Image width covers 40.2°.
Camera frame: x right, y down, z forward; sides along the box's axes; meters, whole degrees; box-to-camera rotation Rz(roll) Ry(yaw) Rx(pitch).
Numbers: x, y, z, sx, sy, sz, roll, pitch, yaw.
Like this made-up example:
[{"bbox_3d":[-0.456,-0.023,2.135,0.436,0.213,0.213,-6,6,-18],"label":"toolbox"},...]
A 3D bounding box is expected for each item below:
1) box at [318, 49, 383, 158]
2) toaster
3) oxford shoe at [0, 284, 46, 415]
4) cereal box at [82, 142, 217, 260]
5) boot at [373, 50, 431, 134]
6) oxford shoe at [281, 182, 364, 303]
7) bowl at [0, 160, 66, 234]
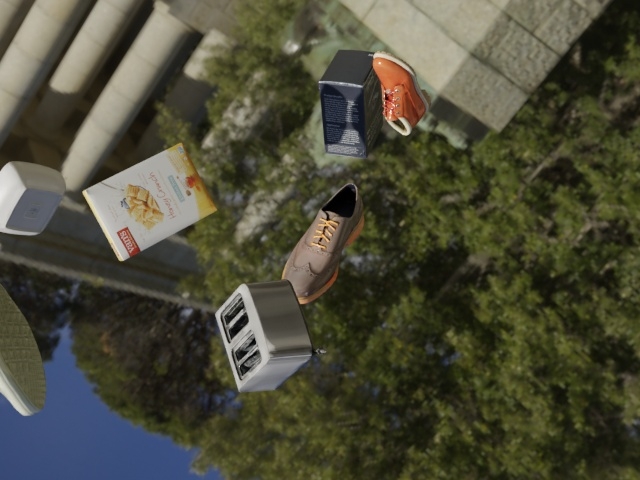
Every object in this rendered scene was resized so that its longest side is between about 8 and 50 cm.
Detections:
[{"bbox_3d":[0.075,-0.321,2.054,0.108,0.207,0.153,9,-138,17],"label":"box"},{"bbox_3d":[-0.100,0.174,1.613,0.110,0.185,0.168,-2,-119,-37],"label":"toaster"},{"bbox_3d":[-0.608,0.129,1.470,0.169,0.130,0.449,-110,-5,-57],"label":"oxford shoe"},{"bbox_3d":[-0.369,-0.085,1.900,0.173,0.240,0.047,63,157,-10],"label":"cereal box"},{"bbox_3d":[0.130,-0.252,1.501,0.059,0.084,0.158,12,153,47],"label":"boot"},{"bbox_3d":[0.000,0.000,2.130,0.130,0.132,0.363,18,-131,15],"label":"oxford shoe"},{"bbox_3d":[-0.539,-0.068,1.607,0.053,0.142,0.142,41,-166,27],"label":"bowl"}]
